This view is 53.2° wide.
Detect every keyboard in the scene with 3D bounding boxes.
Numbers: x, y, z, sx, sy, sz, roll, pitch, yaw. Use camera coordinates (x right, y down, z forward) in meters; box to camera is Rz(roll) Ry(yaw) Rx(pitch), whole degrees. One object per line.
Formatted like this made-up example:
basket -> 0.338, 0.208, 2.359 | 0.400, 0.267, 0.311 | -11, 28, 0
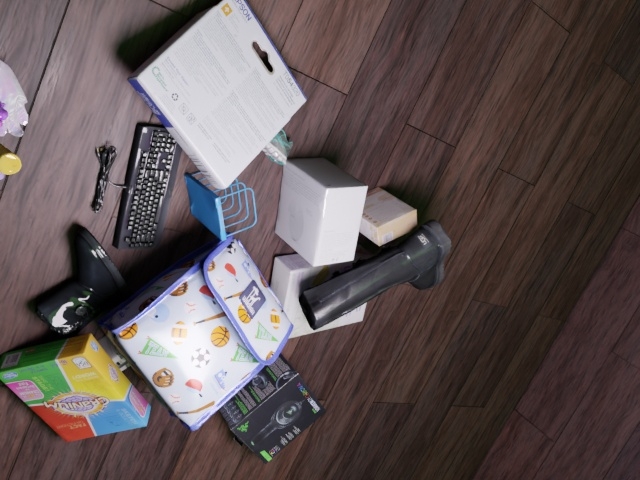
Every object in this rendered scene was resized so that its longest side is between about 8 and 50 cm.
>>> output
keyboard -> -0.445, -0.123, 1.526 | 0.201, 0.033, 0.317 | 2, 113, -37

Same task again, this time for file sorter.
file sorter -> -0.247, -0.099, 1.591 | 0.104, 0.170, 0.118 | -23, 127, -29

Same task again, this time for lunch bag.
lunch bag -> -0.283, 0.209, 1.577 | 0.385, 0.239, 0.328 | -39, 109, -24

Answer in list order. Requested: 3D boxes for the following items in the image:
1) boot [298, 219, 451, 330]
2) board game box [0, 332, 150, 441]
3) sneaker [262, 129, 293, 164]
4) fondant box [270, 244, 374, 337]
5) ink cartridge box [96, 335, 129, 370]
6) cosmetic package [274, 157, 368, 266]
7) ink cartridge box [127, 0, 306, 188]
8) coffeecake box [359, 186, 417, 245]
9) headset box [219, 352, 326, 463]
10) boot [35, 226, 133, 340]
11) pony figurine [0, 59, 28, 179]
boot -> 0.153, 0.141, 1.893 | 0.445, 0.146, 0.367 | -32, 155, -12
board game box -> -0.608, 0.377, 1.601 | 0.242, 0.064, 0.316 | -14, 130, 10
sneaker -> -0.130, -0.271, 1.658 | 0.076, 0.065, 0.166 | -59, 138, -15
fondant box -> 0.002, 0.155, 1.962 | 0.330, 0.096, 0.238 | -9, 120, -37
ink cartridge box -> -0.517, 0.281, 1.664 | 0.135, 0.099, 0.056 | -31, 131, -16
cosmetic package -> -0.003, -0.085, 1.736 | 0.138, 0.224, 0.224 | -9, 121, -32
ink cartridge box -> -0.223, -0.347, 1.477 | 0.330, 0.071, 0.324 | -52, 126, -24
coffeecake box -> 0.174, -0.075, 1.897 | 0.142, 0.185, 0.068 | -25, 128, -22
headset box -> -0.164, 0.545, 2.055 | 0.283, 0.131, 0.246 | -38, 131, -11
boot -> -0.583, 0.112, 1.518 | 0.207, 0.094, 0.246 | -35, 137, -19
pony figurine -> -0.662, -0.254, 1.122 | 0.303, 0.363, 0.351 | -29, 146, -28
